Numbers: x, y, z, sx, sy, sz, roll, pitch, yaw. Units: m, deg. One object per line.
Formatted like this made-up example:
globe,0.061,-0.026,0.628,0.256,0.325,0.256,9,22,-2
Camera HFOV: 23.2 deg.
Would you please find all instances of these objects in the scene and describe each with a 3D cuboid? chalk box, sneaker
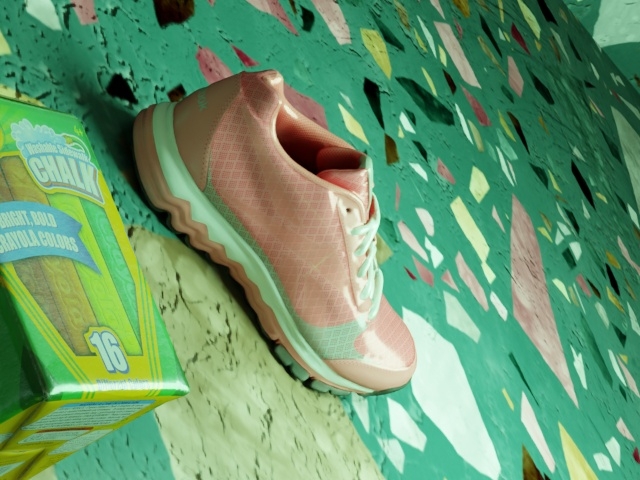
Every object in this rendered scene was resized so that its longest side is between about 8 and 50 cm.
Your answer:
chalk box,-0.182,0.008,0.773,0.132,0.132,0.213,5,58,-64
sneaker,0.000,0.000,1.165,0.314,0.136,0.116,48,26,-28
